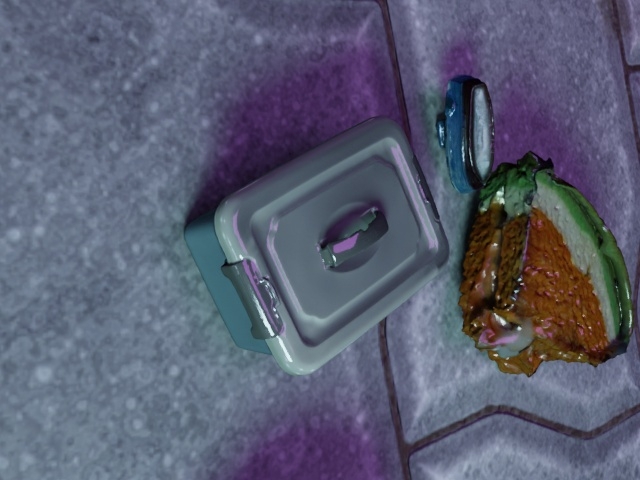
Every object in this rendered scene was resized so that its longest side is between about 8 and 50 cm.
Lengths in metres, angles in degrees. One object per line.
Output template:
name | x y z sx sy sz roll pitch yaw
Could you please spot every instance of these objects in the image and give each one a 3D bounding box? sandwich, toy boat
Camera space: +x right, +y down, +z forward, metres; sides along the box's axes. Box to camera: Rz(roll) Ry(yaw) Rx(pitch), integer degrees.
sandwich | 0.254 0.052 0.863 0.292 0.109 0.212 32 77 -34
toy boat | 0.163 -0.119 0.846 0.060 0.061 0.137 -20 110 -30

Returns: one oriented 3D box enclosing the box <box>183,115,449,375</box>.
box | 0.000 0.000 0.665 0.227 0.130 0.162 -33 105 -34
